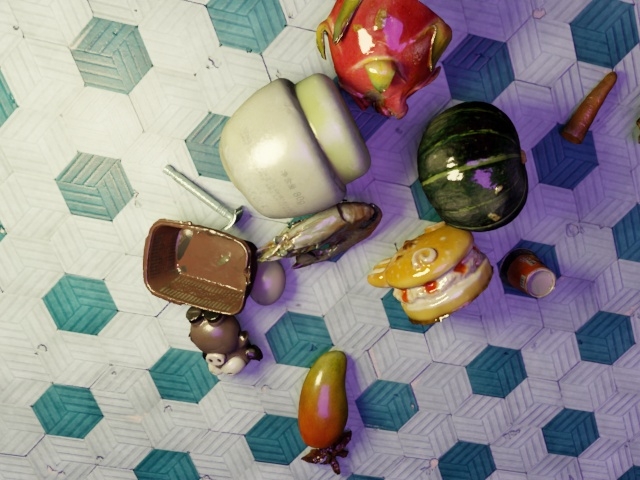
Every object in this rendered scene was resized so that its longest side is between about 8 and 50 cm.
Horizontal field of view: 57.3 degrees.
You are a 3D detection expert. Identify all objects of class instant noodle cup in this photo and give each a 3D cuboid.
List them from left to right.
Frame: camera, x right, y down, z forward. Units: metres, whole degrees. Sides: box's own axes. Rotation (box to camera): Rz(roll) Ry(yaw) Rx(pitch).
[{"bbox_3d":[0.584,0.097,1.634,0.127,0.136,0.127,-2,105,-6],"label":"instant noodle cup"}]

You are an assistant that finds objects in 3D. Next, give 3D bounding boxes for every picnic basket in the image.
[{"bbox_3d":[-0.296,0.056,1.504,0.296,0.129,0.223,13,105,14],"label":"picnic basket"}]

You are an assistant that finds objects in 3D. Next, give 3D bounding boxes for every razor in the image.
[{"bbox_3d":[-0.309,-0.120,1.520,0.232,0.106,0.068,38,99,-5],"label":"razor"}]

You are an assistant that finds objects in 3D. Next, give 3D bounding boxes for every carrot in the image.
[{"bbox_3d":[0.728,-0.362,1.566,0.061,0.061,0.210,30,96,-13],"label":"carrot"}]

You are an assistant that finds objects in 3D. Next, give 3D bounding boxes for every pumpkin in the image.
[{"bbox_3d":[0.383,-0.179,1.447,0.241,0.323,0.323,-19,109,31],"label":"pumpkin"}]

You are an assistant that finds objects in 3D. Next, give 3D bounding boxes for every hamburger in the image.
[{"bbox_3d":[0.284,0.077,1.556,0.302,0.261,0.186,-27,105,46],"label":"hamburger"}]

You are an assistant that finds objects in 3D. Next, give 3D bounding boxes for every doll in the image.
[{"bbox_3d":[-0.266,0.271,1.585,0.181,0.117,0.258,-1,130,17],"label":"doll"}]

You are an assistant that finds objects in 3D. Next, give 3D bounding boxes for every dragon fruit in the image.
[{"bbox_3d":[0.135,-0.423,1.360,0.305,0.305,0.226,22,92,-11],"label":"dragon fruit"}]

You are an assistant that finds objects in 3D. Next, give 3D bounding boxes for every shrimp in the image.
[{"bbox_3d":[0.000,0.000,1.510,0.360,0.247,0.085,-20,63,-19],"label":"shrimp"}]

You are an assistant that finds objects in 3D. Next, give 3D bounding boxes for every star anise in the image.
[{"bbox_3d":[0.034,0.650,1.736,0.140,0.144,0.159,19,102,-19],"label":"star anise"}]

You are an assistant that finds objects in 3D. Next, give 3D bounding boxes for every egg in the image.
[{"bbox_3d":[-0.145,0.110,1.583,0.103,0.103,0.135,9,102,-8],"label":"egg"}]

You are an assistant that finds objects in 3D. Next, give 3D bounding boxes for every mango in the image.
[{"bbox_3d":[0.008,0.464,1.689,0.145,0.129,0.290,-1,97,-3],"label":"mango"}]

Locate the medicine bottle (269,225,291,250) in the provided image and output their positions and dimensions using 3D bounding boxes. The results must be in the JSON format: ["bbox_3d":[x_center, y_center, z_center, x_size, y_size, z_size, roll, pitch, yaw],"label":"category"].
[{"bbox_3d":[-0.099,0.007,1.589,0.047,0.047,0.083,37,99,-14],"label":"medicine bottle"}]

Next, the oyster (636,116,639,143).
[{"bbox_3d":[0.979,-0.425,1.559,0.204,0.111,0.397,16,103,-28],"label":"oyster"}]

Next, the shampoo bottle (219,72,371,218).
[{"bbox_3d":[-0.062,-0.215,1.387,0.317,0.322,0.323,-28,106,9],"label":"shampoo bottle"}]
